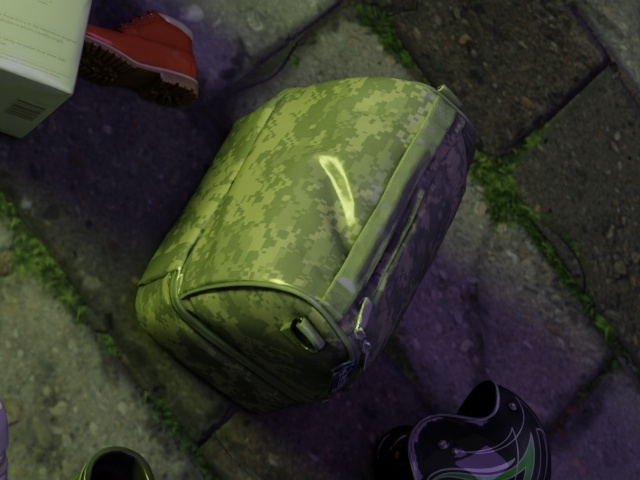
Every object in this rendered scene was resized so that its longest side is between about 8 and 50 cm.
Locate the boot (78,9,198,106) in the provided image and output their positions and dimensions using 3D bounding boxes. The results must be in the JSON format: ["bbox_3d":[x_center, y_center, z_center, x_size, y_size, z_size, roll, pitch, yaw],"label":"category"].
[{"bbox_3d":[-0.189,-0.193,1.812,0.158,0.059,0.084,19,63,-35],"label":"boot"}]

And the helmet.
[{"bbox_3d":[0.149,0.227,1.829,0.162,0.169,0.169,-9,80,-18],"label":"helmet"}]

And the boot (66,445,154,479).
[{"bbox_3d":[-0.210,0.352,1.528,0.118,0.223,0.338,0,75,-33],"label":"boot"}]

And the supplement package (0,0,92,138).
[{"bbox_3d":[-0.290,-0.242,1.710,0.134,0.139,0.244,19,67,-25],"label":"supplement package"}]

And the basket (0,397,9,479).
[{"bbox_3d":[-0.416,0.216,1.233,0.328,0.266,0.331,25,54,17],"label":"basket"}]

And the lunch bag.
[{"bbox_3d":[0.000,0.000,1.746,0.212,0.256,0.305,40,59,-16],"label":"lunch bag"}]
